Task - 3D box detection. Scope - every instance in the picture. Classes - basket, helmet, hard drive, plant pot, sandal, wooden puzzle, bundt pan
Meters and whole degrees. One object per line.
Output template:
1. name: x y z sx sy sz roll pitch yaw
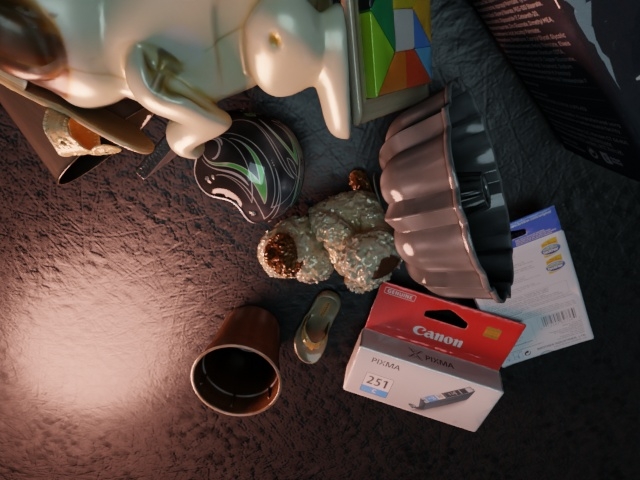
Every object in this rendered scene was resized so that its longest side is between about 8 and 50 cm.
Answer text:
1. basket: -0.415 -0.239 0.697 0.204 0.154 0.227 -37 104 9
2. helmet: -0.104 -0.119 0.728 0.161 0.169 0.170 27 113 8
3. hard drive: -0.245 -0.157 0.730 0.094 0.135 0.022 -41 107 18
4. plant pot: -0.152 0.224 0.879 0.166 0.165 0.167 0 114 1
5. sandal: -0.008 0.186 0.920 0.072 0.049 0.180 20 113 -7
6. sandal: -0.349 -0.157 0.613 0.240 0.088 0.079 31 109 -5
7. wooden puzzle: 0.104 -0.292 0.612 0.044 0.238 0.221 10 119 35
8. bundt pan: 0.191 -0.063 0.674 0.124 0.331 0.331 -12 115 32

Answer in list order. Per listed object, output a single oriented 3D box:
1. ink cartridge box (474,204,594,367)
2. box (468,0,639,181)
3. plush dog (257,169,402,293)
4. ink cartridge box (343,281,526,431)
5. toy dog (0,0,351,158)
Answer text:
1. ink cartridge box: 0.390 0.090 0.856 0.185 0.065 0.311 -23 114 13
2. box: 0.439 -0.407 0.513 0.479 0.297 0.472 -38 105 17
3. plush dog: 0.000 0.000 0.767 0.225 0.262 0.211 -17 79 -1
4. ink cartridge box: 0.221 0.240 0.891 0.296 0.066 0.261 17 122 3
5. toy dog: -0.182 -0.273 0.521 0.407 0.285 0.395 -9 156 3
